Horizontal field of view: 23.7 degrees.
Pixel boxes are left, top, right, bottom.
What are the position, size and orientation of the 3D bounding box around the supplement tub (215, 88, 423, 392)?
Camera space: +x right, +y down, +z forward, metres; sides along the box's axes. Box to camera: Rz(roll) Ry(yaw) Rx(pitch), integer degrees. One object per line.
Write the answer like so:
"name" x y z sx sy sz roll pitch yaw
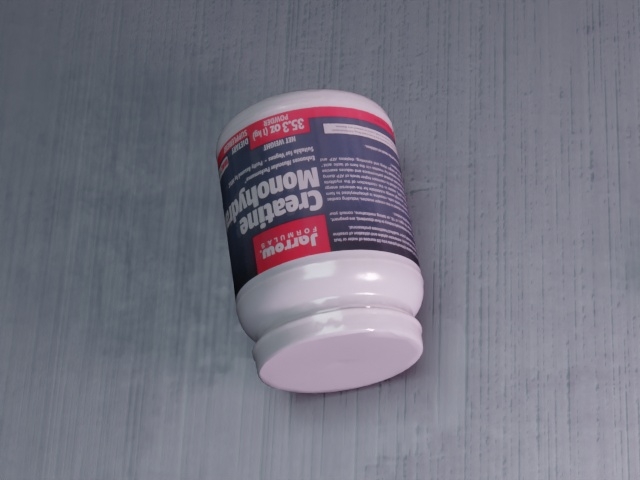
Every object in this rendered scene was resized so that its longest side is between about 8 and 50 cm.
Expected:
"supplement tub" 0.000 0.000 1.561 0.191 0.191 0.272 -13 65 7
